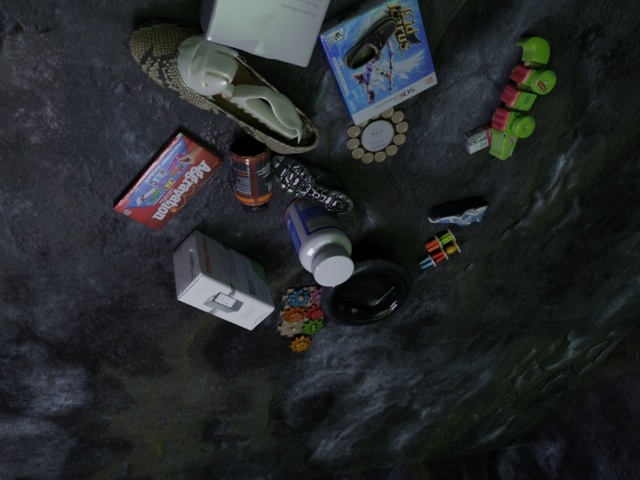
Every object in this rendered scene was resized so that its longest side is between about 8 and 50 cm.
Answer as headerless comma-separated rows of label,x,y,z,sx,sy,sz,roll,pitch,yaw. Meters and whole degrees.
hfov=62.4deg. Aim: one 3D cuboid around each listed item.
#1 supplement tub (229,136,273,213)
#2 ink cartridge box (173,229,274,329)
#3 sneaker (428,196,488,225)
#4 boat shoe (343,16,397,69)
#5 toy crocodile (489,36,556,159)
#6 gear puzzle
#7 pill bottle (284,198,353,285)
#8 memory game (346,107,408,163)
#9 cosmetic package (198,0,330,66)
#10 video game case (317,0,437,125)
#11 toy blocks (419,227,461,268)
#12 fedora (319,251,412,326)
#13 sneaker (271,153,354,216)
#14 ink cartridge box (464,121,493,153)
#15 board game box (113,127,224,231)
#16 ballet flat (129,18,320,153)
supplement tub,-0.181,-0.166,1.405,0.106,0.106,0.197,-11,132,-13
ink cartridge box,-0.285,0.117,1.547,0.115,0.198,0.273,-43,131,18
sneaker,0.457,-0.081,1.751,0.211,0.080,0.081,-10,129,-12
boat shoe,0.123,-0.453,1.230,0.152,0.049,0.056,-43,130,16
toy crocodile,0.552,-0.393,1.482,0.105,0.115,0.340,2,121,-23
gear puzzle,-0.063,0.297,1.897,0.176,0.044,0.338,-4,130,-19
pill bottle,0.000,0.000,1.507,0.153,0.272,0.152,-11,133,-12
memory game,0.161,-0.298,1.490,0.186,0.012,0.186,-12,132,-13
cosmetic package,-0.072,-0.603,1.028,0.230,0.161,0.453,7,126,-27
video game case,0.146,-0.456,1.314,0.245,0.061,0.269,-28,133,2
toy blocks,0.405,0.035,1.849,0.148,0.054,0.123,-31,134,7
fedora,0.137,0.139,1.764,0.334,0.152,0.333,-13,134,-13
sneaker,-0.026,-0.162,1.484,0.267,0.106,0.101,32,119,-17
ink cartridge box,0.495,-0.315,1.596,0.115,0.029,0.062,-24,133,0
board game box,-0.399,-0.151,1.387,0.281,0.027,0.145,-43,132,17
ballet flat,-0.181,-0.342,1.197,0.483,0.182,0.163,28,86,-37
